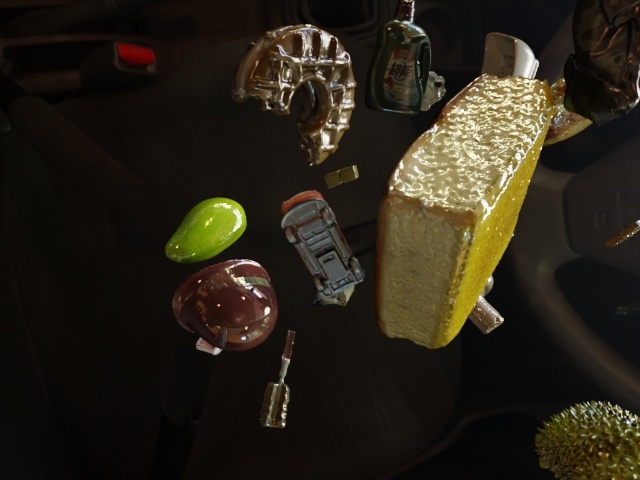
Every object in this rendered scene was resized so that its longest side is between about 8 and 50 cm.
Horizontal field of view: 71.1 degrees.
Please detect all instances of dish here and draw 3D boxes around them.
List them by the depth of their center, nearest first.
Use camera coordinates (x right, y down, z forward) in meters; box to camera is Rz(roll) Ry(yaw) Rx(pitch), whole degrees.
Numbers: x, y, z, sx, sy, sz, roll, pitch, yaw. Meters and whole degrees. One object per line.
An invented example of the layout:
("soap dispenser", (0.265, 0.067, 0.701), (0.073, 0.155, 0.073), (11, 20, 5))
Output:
("dish", (0.377, -0.310, 0.935), (0.077, 0.151, 0.212), (5, 120, -7))

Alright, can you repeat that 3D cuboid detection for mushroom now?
("mushroom", (0.618, 0.254, 1.878), (0.292, 0.292, 0.290), (-19, 52, -17))

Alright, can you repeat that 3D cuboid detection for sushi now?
("sushi", (0.060, 0.132, 1.554), (0.109, 0.273, 0.134), (28, 47, 21))

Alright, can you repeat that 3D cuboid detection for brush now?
("brush", (-0.125, 0.434, 1.417), (0.084, 0.071, 0.301), (13, 79, -12))
("brush", (0.085, -0.231, 1.565), (0.103, 0.233, 0.047), (-17, 99, 14))

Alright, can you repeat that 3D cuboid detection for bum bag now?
("bum bag", (0.422, -0.333, 0.649), (0.095, 0.144, 0.341), (5, 93, -4))

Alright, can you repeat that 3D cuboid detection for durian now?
("durian", (0.450, 0.341, 0.718), (0.146, 0.198, 0.159), (8, 99, -51))

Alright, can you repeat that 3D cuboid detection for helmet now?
("helmet", (-0.297, 0.263, 1.583), (0.385, 0.230, 0.338), (16, 109, -46))

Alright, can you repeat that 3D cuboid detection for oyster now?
("oyster", (0.223, -0.401, 1.068), (0.163, 0.191, 0.081), (21, 76, 22))

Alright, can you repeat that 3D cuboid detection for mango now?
("mango", (-0.422, -0.035, 1.644), (0.192, 0.156, 0.343), (50, 51, -2))

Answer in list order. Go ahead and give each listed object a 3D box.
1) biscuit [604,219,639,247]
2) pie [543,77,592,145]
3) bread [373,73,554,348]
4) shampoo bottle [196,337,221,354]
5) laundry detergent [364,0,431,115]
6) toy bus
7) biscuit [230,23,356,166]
("biscuit", (0.518, -0.018, 0.743), (0.082, 0.092, 0.016), (-37, 71, 11))
("pie", (0.534, -0.277, 1.008), (0.205, 0.179, 0.084), (4, 54, -37))
("bread", (0.209, -0.035, 0.685), (0.143, 0.333, 0.323), (25, 56, 25))
("shampoo bottle", (-0.421, 0.402, 1.730), (0.072, 0.099, 0.043), (-52, 149, -48))
("laundry detergent", (0.168, -0.375, 0.917), (0.144, 0.078, 0.222), (0, 109, -27))
("toy bus", (0.000, 0.000, 0.678), (0.079, 0.077, 0.174), (-26, 122, 5))
("biscuit", (-0.038, -0.364, 1.082), (0.268, 0.115, 0.366), (-57, 145, -3))
